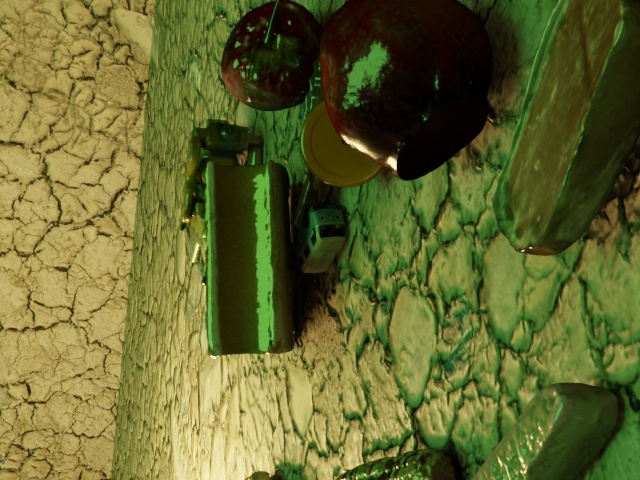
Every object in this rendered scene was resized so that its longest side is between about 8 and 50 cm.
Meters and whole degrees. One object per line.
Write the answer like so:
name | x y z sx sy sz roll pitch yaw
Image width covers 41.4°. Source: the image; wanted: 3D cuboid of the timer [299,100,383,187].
timer | 0.037 -0.147 1.277 0.152 0.131 0.132 -80 -8 -85

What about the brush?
brush | -0.002 -0.166 1.372 0.084 0.071 0.301 -160 82 -73

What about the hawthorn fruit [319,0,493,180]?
hawthorn fruit | 0.097 -0.207 1.011 0.250 0.215 0.215 -106 26 -51

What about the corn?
corn | 0.096 0.332 1.132 0.280 0.092 0.092 -44 49 54

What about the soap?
soap | -0.125 0.036 1.493 0.293 0.156 0.335 105 163 -82

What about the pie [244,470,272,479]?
pie | -0.109 0.617 1.637 0.339 0.077 0.339 177 90 -70

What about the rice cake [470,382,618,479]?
rice cake | 0.182 0.283 0.896 0.064 0.070 0.399 -102 29 -49

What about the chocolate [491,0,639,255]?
chocolate | 0.244 -0.105 0.782 0.157 0.080 0.254 -99 21 -62

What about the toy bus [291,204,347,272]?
toy bus | 0.000 0.000 1.406 0.123 0.060 0.075 120 141 -53

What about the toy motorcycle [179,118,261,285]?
toy motorcycle | -0.212 -0.073 1.790 0.237 0.168 0.410 132 134 -57

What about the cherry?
cherry | -0.085 -0.320 1.477 0.249 0.175 0.192 -156 78 -68

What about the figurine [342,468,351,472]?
figurine | 0.044 0.424 1.285 0.101 0.068 0.143 83 -169 -46
